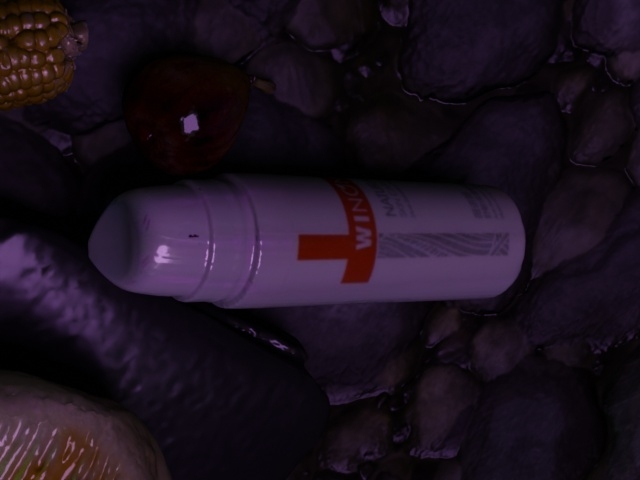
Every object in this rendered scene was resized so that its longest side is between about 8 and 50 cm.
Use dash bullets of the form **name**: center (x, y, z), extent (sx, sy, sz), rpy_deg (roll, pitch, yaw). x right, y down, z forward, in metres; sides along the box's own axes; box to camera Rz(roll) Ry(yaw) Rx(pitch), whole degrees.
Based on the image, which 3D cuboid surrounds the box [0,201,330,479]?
- **box**: center (-0.207, 0.172, 0.987), extent (0.359, 0.091, 0.350), rpy_deg (31, 100, -35)

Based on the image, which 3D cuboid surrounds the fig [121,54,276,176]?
- **fig**: center (-0.080, -0.104, 0.909), extent (0.125, 0.089, 0.089), rpy_deg (-38, 131, -34)

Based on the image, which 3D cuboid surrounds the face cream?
- **face cream**: center (0.000, 0.000, 0.958), extent (0.346, 0.102, 0.102), rpy_deg (0, 117, -36)

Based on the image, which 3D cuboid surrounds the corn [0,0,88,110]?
- **corn**: center (-0.264, -0.108, 0.807), extent (0.238, 0.080, 0.080), rpy_deg (-16, 123, -18)

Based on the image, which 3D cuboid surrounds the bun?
- **bun**: center (-0.223, 0.201, 0.854), extent (0.244, 0.153, 0.243), rpy_deg (-1, 94, -18)
